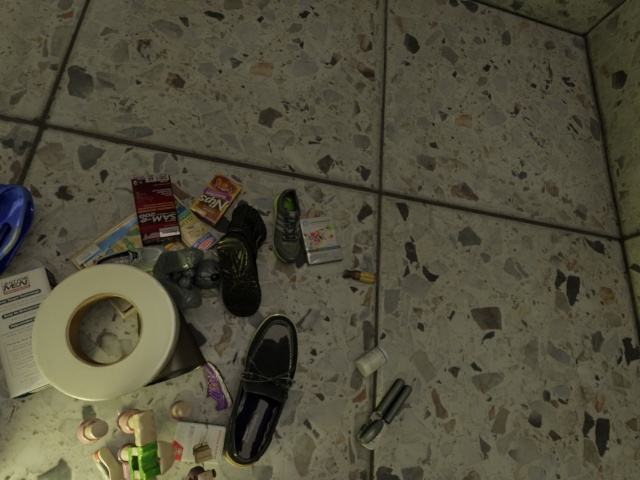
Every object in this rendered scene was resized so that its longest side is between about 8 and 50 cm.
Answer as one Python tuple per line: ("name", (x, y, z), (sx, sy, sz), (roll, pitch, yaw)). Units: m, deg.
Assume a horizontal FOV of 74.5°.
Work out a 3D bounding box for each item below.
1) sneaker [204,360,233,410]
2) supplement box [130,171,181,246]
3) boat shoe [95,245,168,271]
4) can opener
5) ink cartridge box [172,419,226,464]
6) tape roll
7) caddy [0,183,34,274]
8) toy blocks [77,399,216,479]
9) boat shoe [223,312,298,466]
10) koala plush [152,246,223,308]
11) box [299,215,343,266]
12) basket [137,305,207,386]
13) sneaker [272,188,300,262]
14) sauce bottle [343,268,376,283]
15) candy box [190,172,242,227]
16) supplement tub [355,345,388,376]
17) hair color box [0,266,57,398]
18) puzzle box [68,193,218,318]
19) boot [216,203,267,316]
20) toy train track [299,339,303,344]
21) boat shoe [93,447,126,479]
("sneaker", (-0.349, 0.478, 1.383), (0.071, 0.068, 0.169), (-23, 80, -17))
("supplement box", (-0.568, -0.109, 1.455), (0.130, 0.073, 0.239), (-11, 76, -20))
("boat shoe", (-0.614, 0.065, 1.376), (0.228, 0.081, 0.079), (-15, 77, -21))
("can opener", (0.237, 0.619, 1.503), (0.074, 0.093, 0.280), (44, 61, 2))
("ink cartridge box", (-0.382, 0.630, 1.320), (0.151, 0.063, 0.109), (13, 70, -12))
("tape roll", (-0.615, 0.258, 1.223), (0.392, 0.072, 0.391), (2, 76, -7))
("caddy", (-1.004, -0.023, 1.261), (0.179, 0.241, 0.341), (18, 68, -5))
("toy blocks", (-0.506, 0.618, 1.193), (0.309, 0.260, 0.288), (-2, 70, -40))
("boat shoe", (-0.182, 0.480, 1.384), (0.187, 0.156, 0.500), (21, 66, -7))
("koala plush", (-0.418, 0.111, 1.411), (0.221, 0.203, 0.196), (-2, 95, -55))
("box", (0.000, 0.000, 1.665), (0.145, 0.038, 0.186), (-7, 73, -19))
("basket", (-0.493, 0.322, 1.349), (0.205, 0.154, 0.226), (-17, 74, -15))
("sneaker", (-0.126, -0.063, 1.602), (0.111, 0.121, 0.299), (-2, 73, -17))
("sauce bottle", (0.156, 0.139, 1.663), (0.128, 0.042, 0.042), (15, 68, -12))
("candy box", (-0.393, -0.153, 1.591), (0.109, 0.053, 0.186), (32, 67, -5))
("supplement tub", (0.191, 0.445, 1.553), (0.107, 0.071, 0.071), (-28, 82, -22))
("hair color box", (-0.867, 0.274, 1.273), (0.174, 0.105, 0.347), (-19, 79, -22))
("puzzle box", (-0.599, 0.037, 1.464), (0.272, 0.052, 0.409), (46, 65, 1))
("boot", (-0.265, 0.069, 1.503), (0.131, 0.347, 0.260), (1, 28, 1))
("toy train track", (-0.101, 0.371, 1.521), (0.083, 0.014, 0.048), (4, 71, -15))
("boat shoe", (-0.624, 0.679, 1.244), (0.043, 0.049, 0.137), (-36, 86, 19))
